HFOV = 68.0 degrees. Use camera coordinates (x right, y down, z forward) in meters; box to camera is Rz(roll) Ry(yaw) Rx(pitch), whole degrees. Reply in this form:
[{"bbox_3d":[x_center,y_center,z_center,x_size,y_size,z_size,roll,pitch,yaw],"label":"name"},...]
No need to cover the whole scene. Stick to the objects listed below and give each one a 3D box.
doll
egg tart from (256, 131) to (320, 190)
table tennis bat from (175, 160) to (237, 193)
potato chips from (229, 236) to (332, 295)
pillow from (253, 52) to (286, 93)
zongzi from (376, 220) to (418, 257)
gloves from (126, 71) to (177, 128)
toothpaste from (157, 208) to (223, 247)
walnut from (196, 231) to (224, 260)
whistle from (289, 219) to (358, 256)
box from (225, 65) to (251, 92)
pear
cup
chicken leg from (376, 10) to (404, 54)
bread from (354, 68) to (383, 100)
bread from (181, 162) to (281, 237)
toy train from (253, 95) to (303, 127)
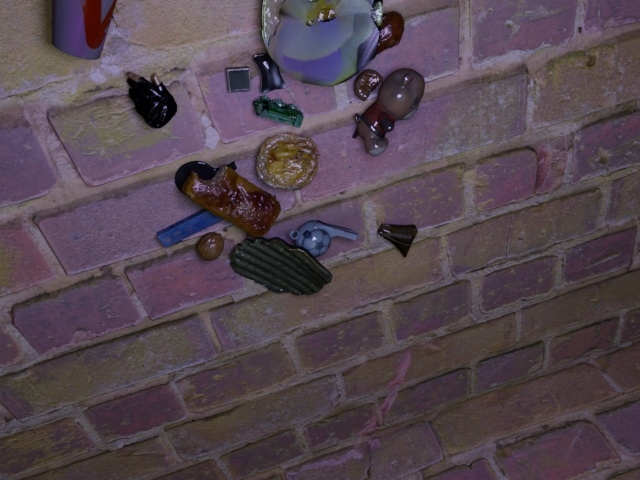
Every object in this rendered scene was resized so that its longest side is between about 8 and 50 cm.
[{"bbox_3d":[0.248,-0.479,1.744,0.174,0.235,0.330,40,110,5],"label":"doll"},{"bbox_3d":[-0.127,-0.299,1.796,0.252,0.098,0.232,-20,118,-8],"label":"egg tart"},{"bbox_3d":[-0.428,-0.242,1.781,0.236,0.027,0.150,-21,126,-1],"label":"table tennis bat"},{"bbox_3d":[-0.161,0.118,1.987,0.429,0.070,0.358,33,138,-23],"label":"potato chips"},{"bbox_3d":[-0.173,-0.580,1.631,0.091,0.055,0.136,-38,134,-31],"label":"pillow"},{"bbox_3d":[0.324,0.004,2.129,0.187,0.084,0.184,5,129,-11],"label":"zongzi"},{"bbox_3d":[-0.563,-0.469,1.552,0.129,0.106,0.181,-35,128,9],"label":"gloves"},{"bbox_3d":[-0.501,-0.063,1.856,0.272,0.053,0.066,-27,120,2],"label":"toothpaste"},{"bbox_3d":[-0.438,0.021,1.900,0.124,0.105,0.105,-47,122,1],"label":"walnut"},{"bbox_3d":[0.000,0.000,1.982,0.289,0.163,0.163,13,116,-27],"label":"whistle"},{"bbox_3d":[-0.278,-0.552,1.626,0.083,0.035,0.079,-8,123,-11],"label":"box"},{"bbox_3d":[0.015,-0.706,1.497,0.399,0.165,0.399,5,117,11],"label":"pear"},{"bbox_3d":[-0.673,-0.684,1.353,0.203,0.203,0.288,14,122,-24],"label":"cup"},{"bbox_3d":[0.173,-0.668,1.663,0.304,0.093,0.113,-41,134,16],"label":"chicken leg"},{"bbox_3d":[0.167,-0.570,1.726,0.082,0.060,0.113,44,98,-5],"label":"bread"},{"bbox_3d":[-0.321,-0.160,1.779,0.380,0.109,0.185,32,93,-37],"label":"bread"},{"bbox_3d":[-0.150,-0.456,1.684,0.178,0.104,0.071,11,121,-21],"label":"toy train"}]
